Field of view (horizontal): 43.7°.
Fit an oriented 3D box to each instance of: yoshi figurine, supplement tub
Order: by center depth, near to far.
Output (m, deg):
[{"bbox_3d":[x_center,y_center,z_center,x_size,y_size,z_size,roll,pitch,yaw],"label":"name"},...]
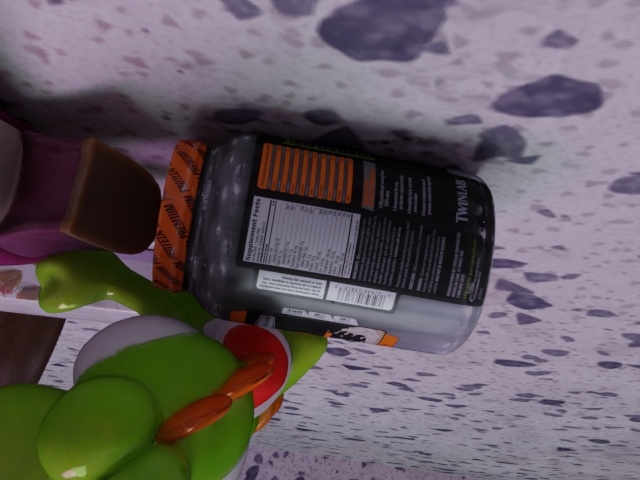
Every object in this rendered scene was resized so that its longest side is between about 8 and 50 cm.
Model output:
[{"bbox_3d":[0.000,0.000,0.490,0.190,0.117,0.117,10,160,-5],"label":"supplement tub"},{"bbox_3d":[-0.132,0.113,0.540,0.203,0.203,0.362,29,-176,2],"label":"yoshi figurine"}]

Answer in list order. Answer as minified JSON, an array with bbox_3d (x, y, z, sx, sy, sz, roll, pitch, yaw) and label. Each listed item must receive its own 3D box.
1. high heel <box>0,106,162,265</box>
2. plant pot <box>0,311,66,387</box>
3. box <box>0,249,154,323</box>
[{"bbox_3d":[-0.257,-0.071,0.393,0.181,0.127,0.377,4,157,29],"label":"high heel"},{"bbox_3d":[-0.410,0.148,0.893,0.215,0.230,0.215,7,161,3],"label":"plant pot"},{"bbox_3d":[-0.202,0.044,0.771,0.324,0.063,0.067,5,162,8],"label":"box"}]
